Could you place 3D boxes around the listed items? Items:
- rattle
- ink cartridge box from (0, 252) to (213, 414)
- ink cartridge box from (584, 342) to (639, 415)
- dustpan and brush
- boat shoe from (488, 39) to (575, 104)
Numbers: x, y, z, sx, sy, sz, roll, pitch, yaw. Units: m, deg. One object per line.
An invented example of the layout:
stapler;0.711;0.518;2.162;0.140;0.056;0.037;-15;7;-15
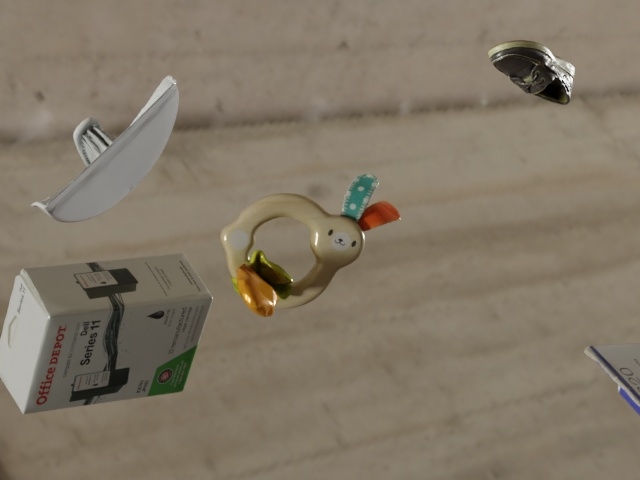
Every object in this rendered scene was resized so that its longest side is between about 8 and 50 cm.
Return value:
rattle;0.000;0.000;1.711;0.200;0.130;0.143;-16;-6;-6
ink cartridge box;-0.245;0.104;1.838;0.208;0.087;0.153;-6;-49;-33
ink cartridge box;0.381;0.201;1.223;0.330;0.324;0.071;0;-50;-42
dustpan and brush;-0.178;-0.063;1.335;0.147;0.060;0.211;-45;-12;-12
boat shoe;0.258;-0.200;1.949;0.056;0.049;0.152;-23;-25;40
